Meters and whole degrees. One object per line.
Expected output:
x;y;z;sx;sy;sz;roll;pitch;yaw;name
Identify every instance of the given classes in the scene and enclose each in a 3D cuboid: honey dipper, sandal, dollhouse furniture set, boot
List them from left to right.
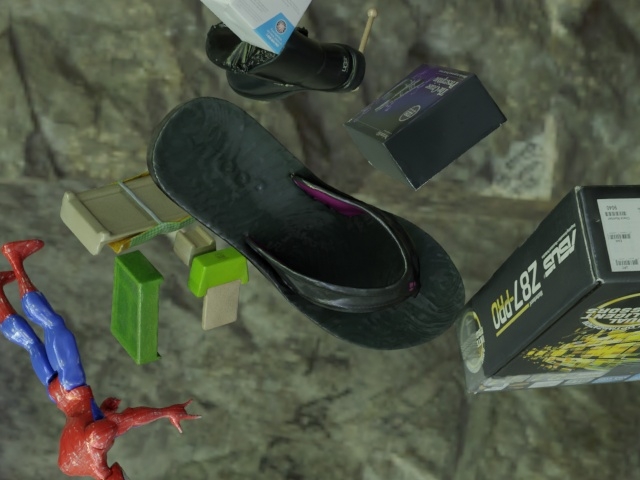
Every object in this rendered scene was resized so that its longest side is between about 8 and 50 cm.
-0.274;0.032;1.866;0.197;0.301;0.151;-16;-50;-31;dollhouse furniture set
-0.088;-0.256;1.585;0.207;0.246;0.094;11;-93;-52;boot
-0.002;0.001;1.335;0.445;0.107;0.168;32;-96;-23;sandal
0.069;-0.320;1.909;0.030;0.030;0.161;56;-135;-56;honey dipper

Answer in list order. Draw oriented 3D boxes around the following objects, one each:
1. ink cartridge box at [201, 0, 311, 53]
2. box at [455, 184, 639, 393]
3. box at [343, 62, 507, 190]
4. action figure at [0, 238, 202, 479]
-0.044;-0.304;1.219;0.181;0.061;0.104;-59;-36;-6;ink cartridge box
0.359;0.046;1.070;0.318;0.394;0.097;122;143;-65;box
0.163;-0.191;1.884;0.103;0.184;0.261;51;178;-17;box
-0.231;0.133;1.178;0.139;0.091;0.280;-2;-123;-46;action figure
